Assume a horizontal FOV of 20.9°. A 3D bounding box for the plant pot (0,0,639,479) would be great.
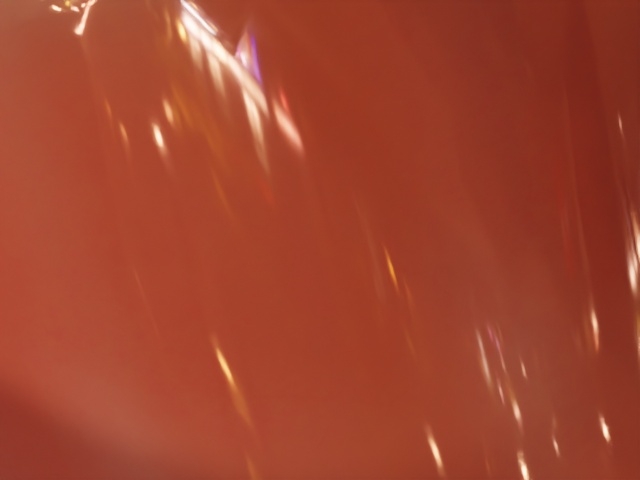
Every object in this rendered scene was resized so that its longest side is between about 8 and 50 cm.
[{"bbox_3d":[0.000,0.000,0.481,0.275,0.243,0.275,-15,-160,5],"label":"plant pot"}]
